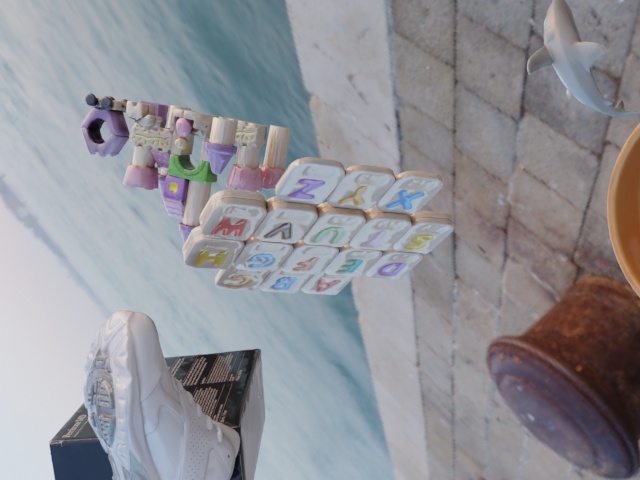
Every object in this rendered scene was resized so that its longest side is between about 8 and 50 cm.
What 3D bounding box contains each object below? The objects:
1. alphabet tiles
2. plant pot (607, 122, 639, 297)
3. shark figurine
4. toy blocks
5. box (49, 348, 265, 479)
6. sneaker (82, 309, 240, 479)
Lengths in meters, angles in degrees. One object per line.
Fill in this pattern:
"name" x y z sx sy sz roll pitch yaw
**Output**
"alphabet tiles" 0.000 0.000 0.839 0.278 0.284 0.021 131 136 -52
"plant pot" 0.498 -0.041 0.824 0.291 0.203 0.291 18 114 46
"shark figurine" 0.487 -0.302 1.349 0.278 0.166 0.116 50 151 -8
"toy blocks" -0.242 -0.104 1.374 0.288 0.260 0.309 14 -170 17
"box" -0.163 0.209 0.846 0.261 0.184 0.103 -87 -6 -82
"sneaker" -0.127 0.162 0.642 0.090 0.115 0.232 13 113 52
